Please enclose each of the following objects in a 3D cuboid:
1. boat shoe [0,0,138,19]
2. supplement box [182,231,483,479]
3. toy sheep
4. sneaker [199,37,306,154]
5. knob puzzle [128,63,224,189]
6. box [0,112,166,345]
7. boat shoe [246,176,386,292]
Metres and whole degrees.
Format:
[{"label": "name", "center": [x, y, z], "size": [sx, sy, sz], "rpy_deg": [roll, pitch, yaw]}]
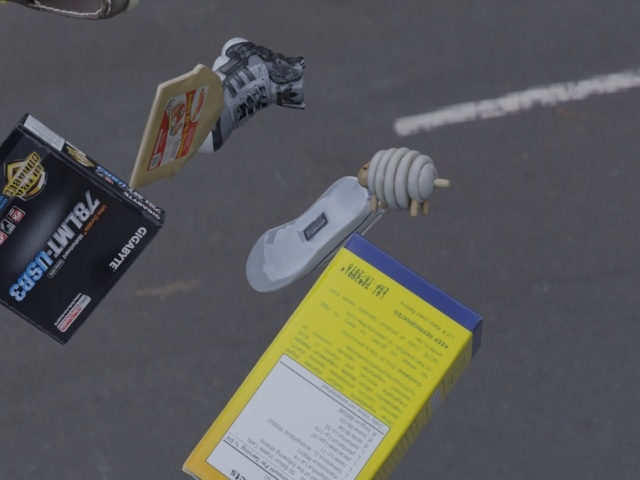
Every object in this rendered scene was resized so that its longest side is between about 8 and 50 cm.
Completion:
[{"label": "boat shoe", "center": [-0.331, -0.295, 1.350], "size": [0.324, 0.117, 0.097], "rpy_deg": [28, 46, 22]}, {"label": "supplement box", "center": [0.024, 0.203, 1.637], "size": [0.194, 0.195, 0.356], "rpy_deg": [34, 81, 14]}, {"label": "toy sheep", "center": [0.108, -0.077, 1.714], "size": [0.132, 0.091, 0.091], "rpy_deg": [8, 44, 24]}, {"label": "sneaker", "center": [-0.107, -0.235, 2.156], "size": [0.153, 0.101, 0.268], "rpy_deg": [8, 45, 10]}, {"label": "knob puzzle", "center": [-0.206, -0.177, 1.929], "size": [0.030, 0.213, 0.213], "rpy_deg": [31, 55, 18]}, {"label": "box", "center": [-0.462, -0.015, 2.217], "size": [0.295, 0.293, 0.073], "rpy_deg": [-47, 15, 18]}, {"label": "boat shoe", "center": [0.000, 0.000, 1.924], "size": [0.258, 0.084, 0.095], "rpy_deg": [-33, 65, 33]}]
